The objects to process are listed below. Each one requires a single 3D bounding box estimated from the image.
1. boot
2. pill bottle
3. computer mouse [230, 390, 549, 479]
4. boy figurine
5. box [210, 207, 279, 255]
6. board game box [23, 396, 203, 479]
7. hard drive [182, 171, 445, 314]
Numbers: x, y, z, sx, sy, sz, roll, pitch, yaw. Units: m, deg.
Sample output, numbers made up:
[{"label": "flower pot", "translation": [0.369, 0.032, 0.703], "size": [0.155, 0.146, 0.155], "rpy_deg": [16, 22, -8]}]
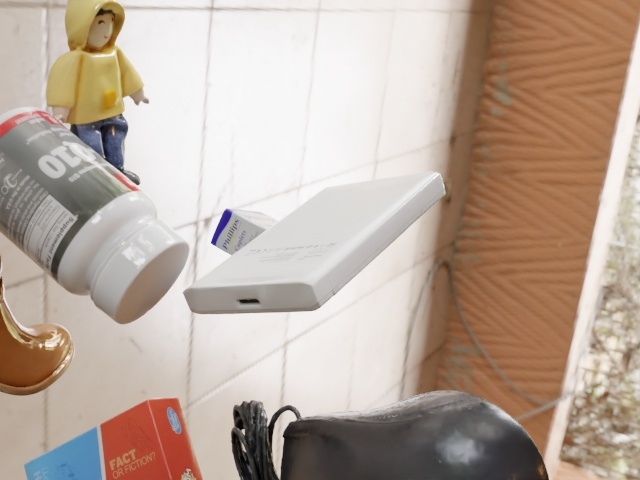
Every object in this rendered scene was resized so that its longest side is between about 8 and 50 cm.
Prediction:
[{"label": "boot", "translation": [-0.412, 0.083, 1.074], "size": [0.283, 0.109, 0.220], "rpy_deg": [-15, 117, -53]}, {"label": "pill bottle", "translation": [-0.317, -0.032, 1.139], "size": [0.161, 0.283, 0.161], "rpy_deg": [-48, 167, -15]}, {"label": "computer mouse", "translation": [0.030, 0.188, 0.618], "size": [0.072, 0.272, 0.188], "rpy_deg": [-11, 80, -49]}, {"label": "boy figurine", "translation": [-0.316, -0.217, 1.267], "size": [0.177, 0.092, 0.285], "rpy_deg": [-18, 116, -52]}, {"label": "box", "translation": [-0.099, 0.003, 1.557], "size": [0.126, 0.137, 0.072], "rpy_deg": [4, 111, -63]}, {"label": "board game box", "translation": [-0.245, 0.396, 1.134], "size": [0.064, 0.242, 0.316], "rpy_deg": [14, 50, -60]}, {"label": "hard drive", "translation": [0.000, 0.000, 1.260], "size": [0.353, 0.233, 0.047], "rpy_deg": [-40, 116, -46]}]
